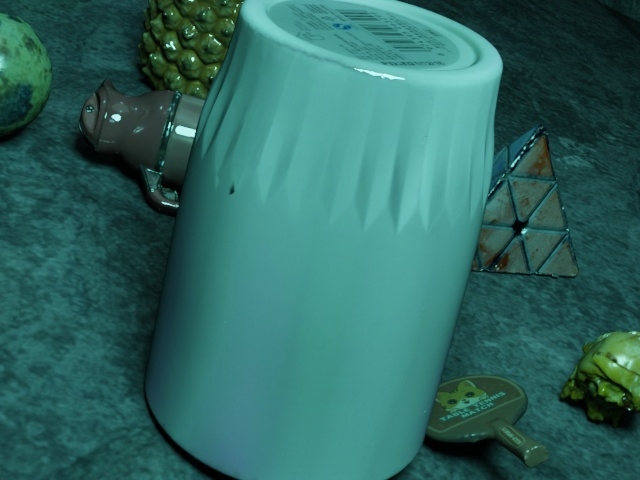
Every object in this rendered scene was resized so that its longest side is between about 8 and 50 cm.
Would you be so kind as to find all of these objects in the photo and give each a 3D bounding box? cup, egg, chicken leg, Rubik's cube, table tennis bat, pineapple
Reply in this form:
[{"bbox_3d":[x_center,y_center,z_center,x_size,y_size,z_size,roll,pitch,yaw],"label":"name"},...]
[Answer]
[{"bbox_3d":[0.000,0.000,0.865,0.253,0.371,0.253,9,27,-5],"label":"cup"},{"bbox_3d":[-0.374,-0.189,1.160,0.141,0.141,0.182,-11,32,-43],"label":"egg"},{"bbox_3d":[0.313,0.136,1.108,0.085,0.101,0.207,32,11,13],"label":"chicken leg"},{"bbox_3d":[0.185,-0.035,1.334,0.190,0.211,0.178,-23,23,-20],"label":"Rubik's cube"},{"bbox_3d":[0.160,0.207,0.967,0.107,0.119,0.170,-21,20,-16],"label":"table tennis bat"},{"bbox_3d":[-0.108,-0.349,1.369,0.223,0.357,0.223,13,30,-7],"label":"pineapple"}]

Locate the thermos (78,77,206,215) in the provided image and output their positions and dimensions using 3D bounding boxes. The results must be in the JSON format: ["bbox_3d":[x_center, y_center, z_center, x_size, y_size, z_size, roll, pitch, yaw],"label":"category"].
[{"bbox_3d":[-0.114,-0.086,1.202,0.330,0.136,0.109,15,2,-9],"label":"thermos"}]
